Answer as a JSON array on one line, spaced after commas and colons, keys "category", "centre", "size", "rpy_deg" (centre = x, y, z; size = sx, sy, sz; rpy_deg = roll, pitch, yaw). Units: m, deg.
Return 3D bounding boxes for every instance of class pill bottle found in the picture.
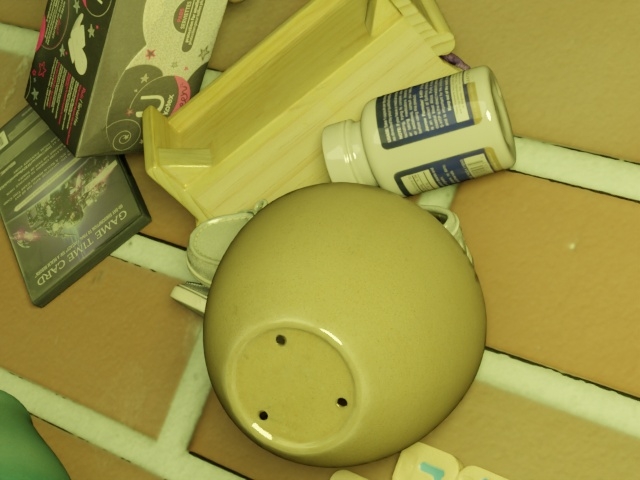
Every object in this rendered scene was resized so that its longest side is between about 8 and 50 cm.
[{"category": "pill bottle", "centre": [0.102, -0.106, 1.359], "size": [0.186, 0.112, 0.112], "rpy_deg": [-15, 66, 16]}]

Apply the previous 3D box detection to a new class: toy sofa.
[{"category": "toy sofa", "centre": [-0.018, -0.161, 1.466], "size": [0.362, 0.177, 0.150], "rpy_deg": [-37, 33, 15]}]

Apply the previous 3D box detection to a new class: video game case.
[{"category": "video game case", "centre": [-0.341, -0.075, 1.689], "size": [0.196, 0.026, 0.274], "rpy_deg": [-37, 59, 15]}]

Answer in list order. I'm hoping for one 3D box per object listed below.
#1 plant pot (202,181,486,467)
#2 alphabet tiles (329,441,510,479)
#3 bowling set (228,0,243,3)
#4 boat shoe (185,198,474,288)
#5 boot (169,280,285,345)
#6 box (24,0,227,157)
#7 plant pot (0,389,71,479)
[{"category": "plant pot", "centre": [0.002, 0.104, 1.234], "size": [0.284, 0.191, 0.284], "rpy_deg": [5, 108, 16]}, {"category": "alphabet tiles", "centre": [0.094, 0.351, 1.273], "size": [0.278, 0.021, 0.284], "rpy_deg": [17, 83, 37]}, {"category": "bowling set", "centre": [-0.053, -0.409, 1.478], "size": [0.287, 0.200, 0.154], "rpy_deg": [-28, 19, 38]}, {"category": "boat shoe", "centre": [0.000, 0.002, 1.366], "size": [0.320, 0.103, 0.118], "rpy_deg": [5, 50, 23]}, {"category": "boot", "centre": [-0.077, 0.062, 1.460], "size": [0.190, 0.069, 0.086], "rpy_deg": [19, 77, 27]}, {"category": "box", "centre": [-0.228, -0.238, 1.540], "size": [0.142, 0.163, 0.247], "rpy_deg": [47, 129, 34]}, {"category": "plant pot", "centre": [-0.396, 0.311, 1.459], "size": [0.271, 0.271, 0.255], "rpy_deg": [-40, 42, 13]}]
